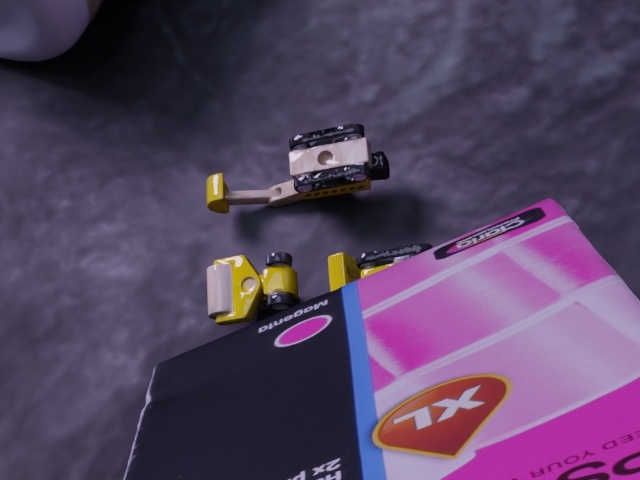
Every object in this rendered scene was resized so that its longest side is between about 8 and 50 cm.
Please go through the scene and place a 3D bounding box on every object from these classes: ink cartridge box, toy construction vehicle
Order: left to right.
[{"bbox_3d":[0.000,0.000,0.662,0.098,0.035,0.086,-13,68,13],"label":"toy construction vehicle"},{"bbox_3d":[0.027,0.083,0.446,0.175,0.069,0.371,-23,15,4],"label":"ink cartridge box"}]

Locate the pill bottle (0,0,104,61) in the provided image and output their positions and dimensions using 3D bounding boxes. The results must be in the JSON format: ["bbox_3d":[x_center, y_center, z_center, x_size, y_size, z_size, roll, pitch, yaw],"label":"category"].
[{"bbox_3d":[-0.122,-0.232,0.766,0.153,0.153,0.265,19,67,27],"label":"pill bottle"}]
